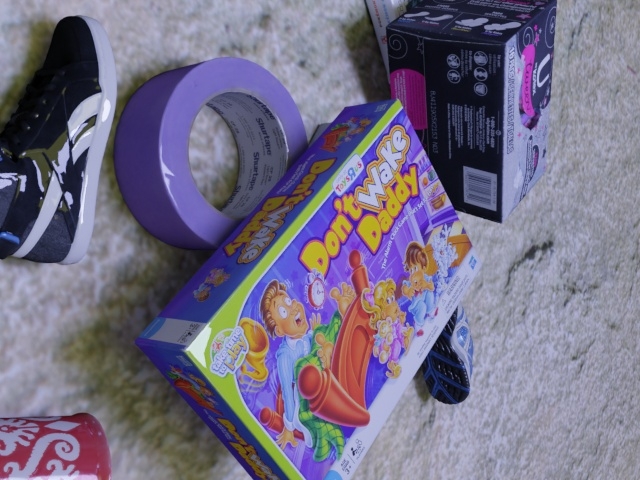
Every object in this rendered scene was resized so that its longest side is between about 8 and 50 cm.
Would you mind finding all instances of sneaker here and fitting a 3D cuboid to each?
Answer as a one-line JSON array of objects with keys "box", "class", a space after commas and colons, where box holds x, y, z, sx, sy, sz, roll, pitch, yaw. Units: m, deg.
[{"box": [-0.242, -0.090, 0.621, 0.121, 0.079, 0.217, 6, 87, -47], "class": "sneaker"}, {"box": [0.166, 0.118, 1.059, 0.081, 0.080, 0.211, -36, 118, -63], "class": "sneaker"}]

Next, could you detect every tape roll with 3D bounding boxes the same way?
[{"box": [-0.104, -0.084, 0.764, 0.189, 0.080, 0.189, 0, 90, -46], "class": "tape roll"}]

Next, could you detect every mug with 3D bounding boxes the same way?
[{"box": [-0.266, 0.206, 0.582, 0.169, 0.113, 0.150, 14, 78, -42], "class": "mug"}]

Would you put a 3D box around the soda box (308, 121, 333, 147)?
[{"box": [0.000, 0.000, 0.862, 0.098, 0.091, 0.286, 47, 59, -36], "class": "soda box"}]

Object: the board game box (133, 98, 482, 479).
[{"box": [0.014, 0.057, 0.757, 0.347, 0.078, 0.233, -52, 123, -31], "class": "board game box"}]

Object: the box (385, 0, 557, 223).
[{"box": [0.195, -0.174, 0.963, 0.142, 0.163, 0.247, -44, 139, -36], "class": "box"}]

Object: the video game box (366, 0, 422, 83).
[{"box": [0.140, -0.335, 1.036, 0.205, 0.048, 0.187, -37, 118, -39], "class": "video game box"}]
